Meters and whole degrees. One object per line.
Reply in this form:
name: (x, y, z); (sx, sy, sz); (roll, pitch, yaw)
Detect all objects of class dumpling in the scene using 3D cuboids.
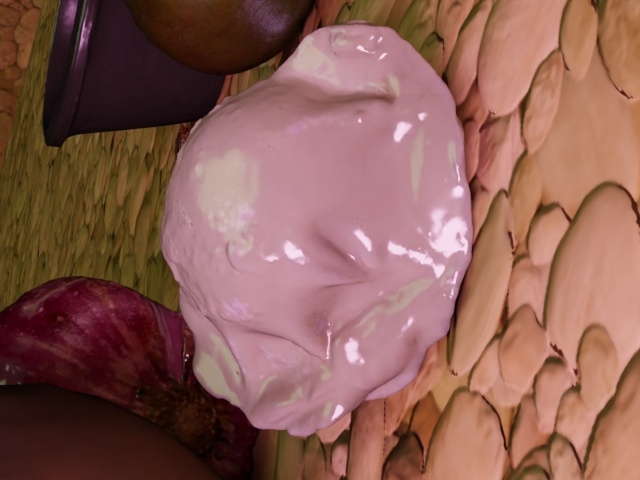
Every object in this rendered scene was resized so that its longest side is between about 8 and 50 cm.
dumpling: (0.000, 0.000, 0.742); (0.193, 0.147, 0.258); (37, 112, 35)

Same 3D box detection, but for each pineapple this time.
pineapple: (-0.144, -0.100, 1.354); (0.083, 0.019, 0.045); (-115, 37, -64)

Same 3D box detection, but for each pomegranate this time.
pomegranate: (-0.068, -0.239, 1.033); (0.209, 0.180, 0.180); (-41, 30, 10)

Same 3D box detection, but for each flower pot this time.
flower pot: (-0.184, -0.214, 1.311); (0.269, 0.166, 0.269); (-169, 90, -74)

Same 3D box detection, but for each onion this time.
onion: (-0.178, 0.165, 1.004); (0.272, 0.230, 0.256); (-50, 34, 42)

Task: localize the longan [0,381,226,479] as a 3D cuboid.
longan: (-0.193, 0.277, 0.674); (0.436, 0.404, 0.404); (50, 131, 37)
